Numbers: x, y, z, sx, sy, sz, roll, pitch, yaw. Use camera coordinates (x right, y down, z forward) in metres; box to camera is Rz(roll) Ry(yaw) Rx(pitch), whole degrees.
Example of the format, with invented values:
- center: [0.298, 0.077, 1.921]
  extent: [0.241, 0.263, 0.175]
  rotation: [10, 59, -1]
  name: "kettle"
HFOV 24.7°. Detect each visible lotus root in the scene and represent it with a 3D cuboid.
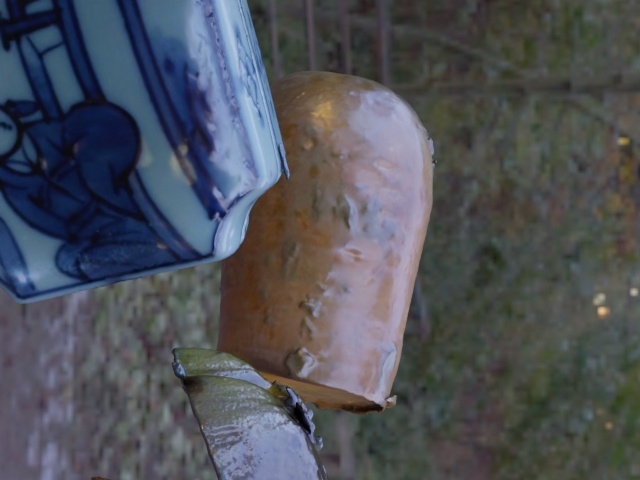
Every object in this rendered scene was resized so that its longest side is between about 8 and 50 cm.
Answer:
- center: [-0.032, 0.151, 1.008]
  extent: [0.183, 0.078, 0.203]
  rotation: [61, -5, 44]
  name: "lotus root"

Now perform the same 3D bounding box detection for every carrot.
- center: [0.000, 0.000, 1.553]
  extent: [0.224, 0.224, 0.340]
  rotation: [52, 48, -72]
  name: "carrot"

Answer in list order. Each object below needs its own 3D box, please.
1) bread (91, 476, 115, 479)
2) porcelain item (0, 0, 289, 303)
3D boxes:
- center: [-0.259, 0.478, 2.041]
  extent: [0.167, 0.325, 0.277]
  rotation: [-51, -151, 30]
  name: "bread"
- center: [-0.181, -0.107, 1.155]
  extent: [0.157, 0.286, 0.281]
  rotation: [-67, 145, -76]
  name: "porcelain item"
